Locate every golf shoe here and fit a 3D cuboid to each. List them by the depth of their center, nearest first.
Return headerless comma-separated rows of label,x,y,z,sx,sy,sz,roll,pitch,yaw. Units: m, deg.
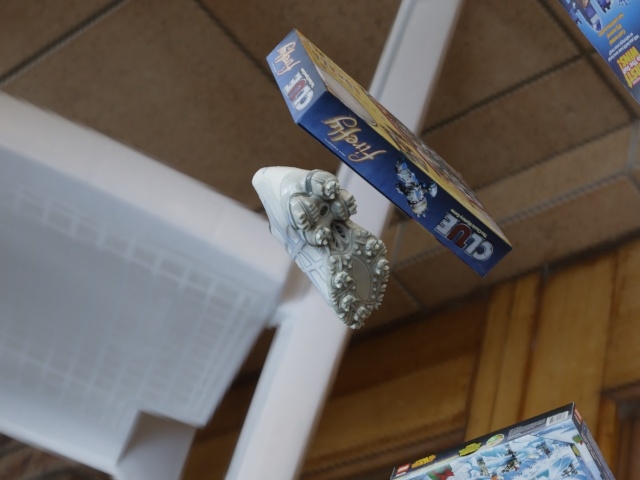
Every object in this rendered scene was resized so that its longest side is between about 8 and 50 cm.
golf shoe,0.000,0.000,1.089,0.086,0.069,0.176,24,149,41

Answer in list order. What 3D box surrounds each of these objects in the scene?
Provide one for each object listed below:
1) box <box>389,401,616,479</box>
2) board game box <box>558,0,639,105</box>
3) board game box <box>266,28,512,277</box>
box,0.126,0.173,0.856,0.137,0.027,0.094,-24,102,22
board game box,0.304,-0.228,1.210,0.194,0.060,0.194,62,160,6
board game box,0.062,-0.082,1.197,0.243,0.165,0.042,38,104,-26
